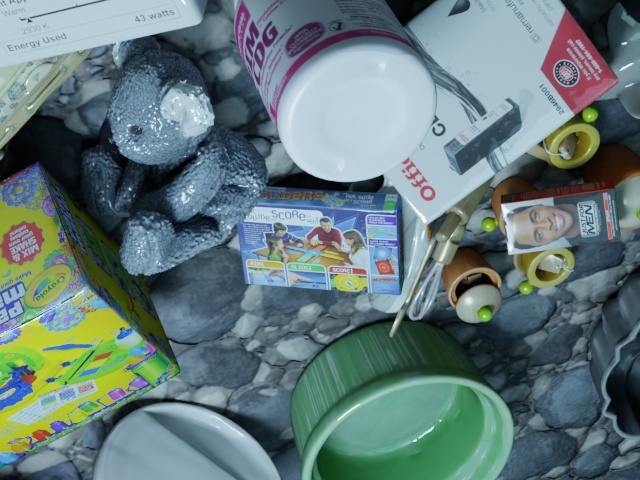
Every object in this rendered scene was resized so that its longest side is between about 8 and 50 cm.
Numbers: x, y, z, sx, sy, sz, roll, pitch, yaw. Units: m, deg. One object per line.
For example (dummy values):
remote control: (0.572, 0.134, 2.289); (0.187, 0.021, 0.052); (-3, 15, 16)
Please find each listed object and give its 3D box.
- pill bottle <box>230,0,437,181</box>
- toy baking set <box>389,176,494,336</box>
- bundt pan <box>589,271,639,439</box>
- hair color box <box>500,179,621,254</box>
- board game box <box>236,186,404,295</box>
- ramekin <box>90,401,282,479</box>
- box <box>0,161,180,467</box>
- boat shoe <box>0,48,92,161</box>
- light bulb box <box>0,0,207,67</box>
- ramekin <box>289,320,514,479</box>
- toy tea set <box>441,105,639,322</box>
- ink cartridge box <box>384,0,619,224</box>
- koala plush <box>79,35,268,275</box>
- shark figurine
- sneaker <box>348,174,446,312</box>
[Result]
pill bottle: (0.001, -0.200, 1.392); (0.160, 0.283, 0.160); (-10, 129, -12)
toy baking set: (0.163, 0.003, 1.667); (0.030, 0.256, 0.196); (27, 142, 12)
bundt pan: (0.533, 0.141, 1.957); (0.331, 0.124, 0.330); (-10, 129, -13)
hair color box: (0.301, -0.029, 1.688); (0.141, 0.043, 0.072); (-8, 108, 11)
board game box: (0.000, 0.000, 1.657); (0.201, 0.035, 0.136); (5, 130, 11)
ramekin: (-0.188, 0.358, 1.789); (0.273, 0.272, 0.127); (11, 134, -27)
box: (-0.357, 0.103, 1.519); (0.290, 0.177, 0.279); (-27, 152, 2)
boat shoe: (-0.348, -0.128, 1.443); (0.089, 0.104, 0.285); (27, 113, -31)
light bulb box: (-0.307, -0.349, 1.136); (0.358, 0.225, 0.361); (-9, 133, 17)
ramekin: (0.102, 0.255, 1.876); (0.304, 0.148, 0.303); (-10, 129, -13)
toy tea set: (0.307, -0.009, 1.757); (0.200, 0.124, 0.336); (20, 118, -31)
ink cartridge box: (0.165, -0.178, 1.528); (0.273, 0.114, 0.197); (-37, 96, 11)
koala plush: (-0.165, -0.117, 1.475); (0.203, 0.196, 0.221); (-23, 131, -16)
shark figurine: (0.391, -0.257, 1.575); (0.278, 0.166, 0.116); (-40, 119, 11)
sneaker: (0.085, -0.025, 1.701); (0.121, 0.099, 0.262); (13, 124, -6)
